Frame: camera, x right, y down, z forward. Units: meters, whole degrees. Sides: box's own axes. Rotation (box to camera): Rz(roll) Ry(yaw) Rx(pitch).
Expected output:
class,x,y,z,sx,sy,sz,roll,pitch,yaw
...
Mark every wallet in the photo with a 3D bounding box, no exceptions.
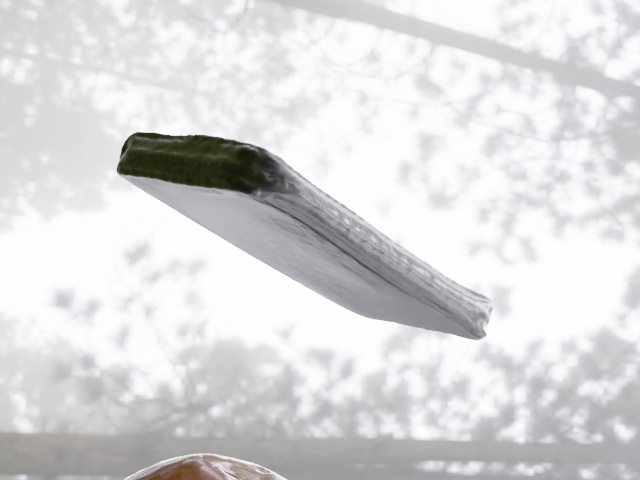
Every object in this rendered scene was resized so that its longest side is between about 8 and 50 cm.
class,x,y,z,sx,sy,sz,roll,pitch,yaw
wallet,0.000,0.000,0.902,0.149,0.250,0.044,11,-107,50

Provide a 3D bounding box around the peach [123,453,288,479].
class,x,y,z,sx,sy,sz,roll,pitch,yaw
peach,-0.073,0.276,1.106,0.214,0.235,0.214,-12,-105,49
